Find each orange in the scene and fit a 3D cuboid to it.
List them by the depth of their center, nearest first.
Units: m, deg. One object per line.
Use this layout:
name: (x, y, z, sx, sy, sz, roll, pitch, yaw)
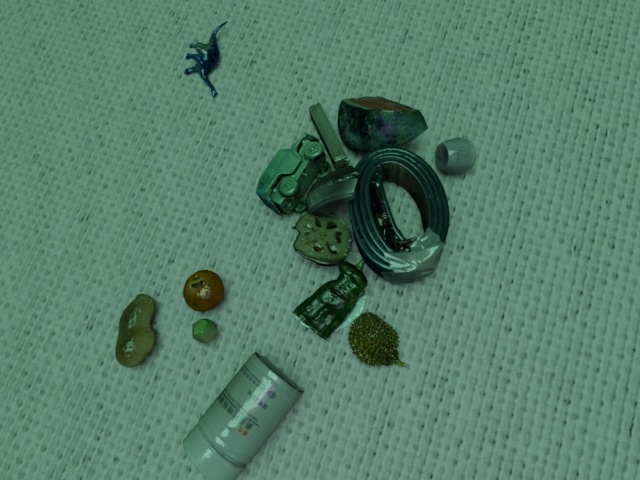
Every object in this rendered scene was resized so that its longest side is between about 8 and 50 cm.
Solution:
orange: (-0.375, 0.165, 1.515, 0.136, 0.117, 0.135, -5, 50, 6)

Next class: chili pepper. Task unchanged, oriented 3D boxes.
chili pepper: (0.052, 0.167, 1.467, 0.136, 0.099, 0.270, 40, 86, 22)

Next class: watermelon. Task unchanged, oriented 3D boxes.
watermelon: (0.198, -0.421, 1.581, 0.319, 0.148, 0.226, 0, 44, 30)

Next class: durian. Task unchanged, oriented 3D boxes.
durian: (0.173, 0.315, 1.422, 0.208, 0.102, 0.146, 43, 76, 12)

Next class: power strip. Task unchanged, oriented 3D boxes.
power strip: (0.026, -0.368, 1.654, 0.052, 0.078, 0.272, -24, 72, -2)

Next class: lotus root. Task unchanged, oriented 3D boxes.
lotus root: (0.004, 0.002, 1.547, 0.204, 0.078, 0.183, 33, 67, 10)

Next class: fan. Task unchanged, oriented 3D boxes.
fan: (0.038, 0.225, 1.508, 0.240, 0.009, 0.131, -20, 73, -1)

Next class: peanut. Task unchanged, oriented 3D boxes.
peanut: (-0.584, 0.286, 1.506, 0.120, 0.110, 0.236, -7, 64, 26)

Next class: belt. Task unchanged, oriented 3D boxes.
belt: (0.245, -0.083, 1.494, 0.301, 0.173, 0.436, -12, 72, 4)

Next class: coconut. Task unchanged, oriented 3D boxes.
coconut: (-0.369, 0.287, 1.496, 0.083, 0.081, 0.082, -35, 43, 11)

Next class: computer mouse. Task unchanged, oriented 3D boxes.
computer mouse: (0.029, -0.159, 1.483, 0.231, 0.071, 0.126, -27, 50, 37)

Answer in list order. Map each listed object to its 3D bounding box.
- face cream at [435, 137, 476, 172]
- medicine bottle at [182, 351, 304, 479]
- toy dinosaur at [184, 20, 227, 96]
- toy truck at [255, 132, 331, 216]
face cream: (0.448, -0.281, 1.560, 0.104, 0.117, 0.117, -8, 72, -16)
medicine bottle: (-0.223, 0.509, 1.354, 0.190, 0.190, 0.332, 36, 80, 15)
toy dinosaur: (-0.451, -0.709, 1.811, 0.145, 0.076, 0.328, 6, 76, 0)
toy truck: (-0.087, -0.221, 1.584, 0.156, 0.155, 0.278, 28, 78, 22)
